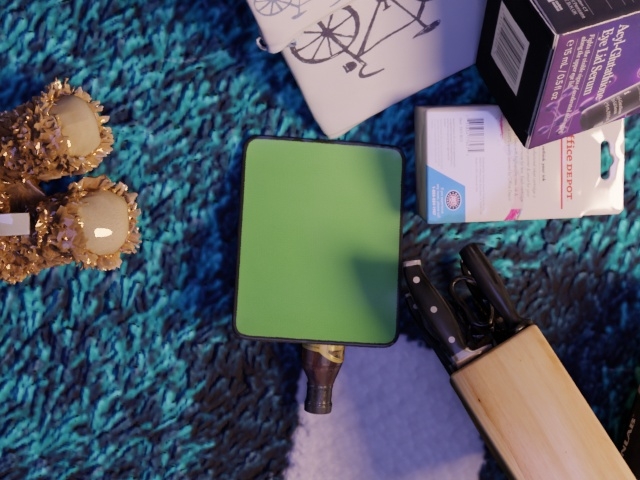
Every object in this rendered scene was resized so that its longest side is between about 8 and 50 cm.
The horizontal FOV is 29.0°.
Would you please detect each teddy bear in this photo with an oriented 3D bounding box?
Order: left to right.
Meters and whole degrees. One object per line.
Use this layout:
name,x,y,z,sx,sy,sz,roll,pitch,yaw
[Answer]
teddy bear,-0.326,-0.018,1.074,0.338,0.113,0.245,-35,107,-8

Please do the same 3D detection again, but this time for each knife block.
knife block,0.170,0.132,1.067,0.088,0.276,0.242,-32,124,0

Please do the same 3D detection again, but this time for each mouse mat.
mouse mat,0.000,0.000,1.120,0.152,0.007,0.190,4,79,-6

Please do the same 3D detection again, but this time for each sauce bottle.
sauce bottle,0.003,0.096,1.146,0.042,0.042,0.128,3,100,-6

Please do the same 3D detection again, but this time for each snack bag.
snack bag,0.091,-0.235,0.996,0.323,0.342,0.037,-27,55,1

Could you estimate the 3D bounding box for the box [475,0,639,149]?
box,0.251,-0.188,1.044,0.207,0.153,0.108,-19,60,-11

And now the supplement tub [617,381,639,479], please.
supplement tub,0.367,0.213,1.123,0.193,0.193,0.316,15,96,-8

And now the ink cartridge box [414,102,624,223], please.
ink cartridge box,0.180,-0.073,1.127,0.181,0.061,0.104,-2,99,-5
